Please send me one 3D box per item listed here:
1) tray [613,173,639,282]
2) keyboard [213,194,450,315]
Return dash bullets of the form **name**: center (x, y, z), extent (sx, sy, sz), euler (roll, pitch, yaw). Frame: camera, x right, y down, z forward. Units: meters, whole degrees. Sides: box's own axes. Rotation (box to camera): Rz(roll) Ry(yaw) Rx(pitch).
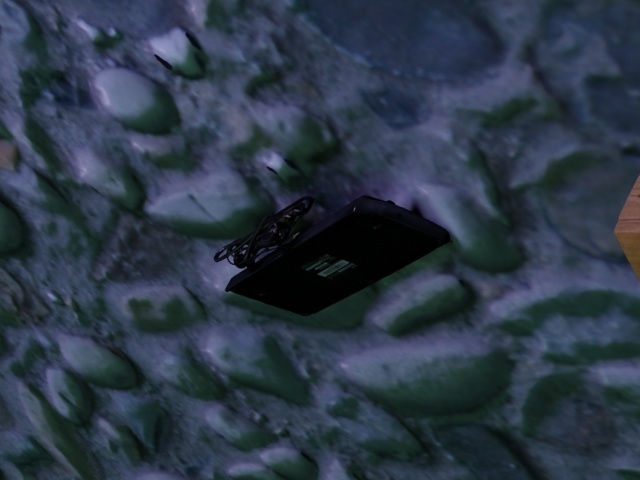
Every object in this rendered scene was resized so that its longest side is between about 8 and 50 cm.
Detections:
- **tray**: center (0.366, 0.039, 0.690), extent (0.411, 0.076, 0.203), euler (-3, 133, 41)
- **keyboard**: center (0.000, 0.000, 0.994), extent (0.100, 0.038, 0.192), euler (20, 152, -25)
